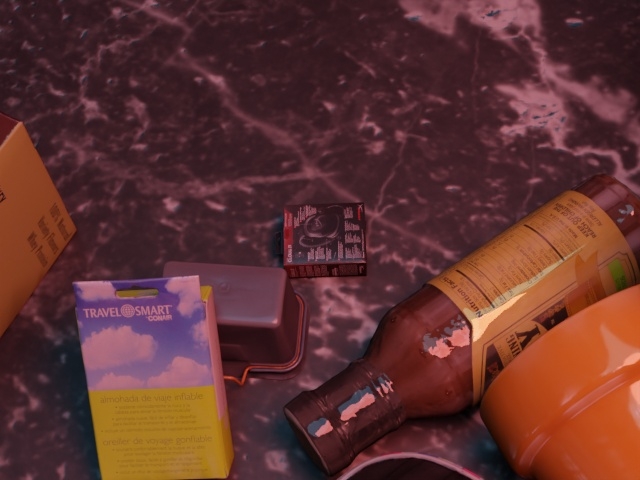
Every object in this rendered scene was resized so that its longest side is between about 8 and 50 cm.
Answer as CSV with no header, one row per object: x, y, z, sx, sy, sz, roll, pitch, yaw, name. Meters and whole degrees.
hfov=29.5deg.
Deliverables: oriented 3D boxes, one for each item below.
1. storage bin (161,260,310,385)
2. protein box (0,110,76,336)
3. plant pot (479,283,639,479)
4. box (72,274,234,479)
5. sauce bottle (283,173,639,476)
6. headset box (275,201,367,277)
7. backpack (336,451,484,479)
-0.082,0.068,1.045,0.135,0.091,0.098,3,64,6,storage bin
-0.339,-0.002,1.032,0.136,0.200,0.201,26,68,15,protein box
0.253,0.161,0.909,0.205,0.205,0.188,-24,61,-8,plant pot
-0.135,0.109,0.992,0.109,0.042,0.178,-4,107,6,box
0.128,0.074,1.022,0.344,0.111,0.111,-33,67,-10,sauce bottle
0.000,0.000,1.105,0.083,0.032,0.062,-3,63,3,headset box
0.056,0.289,0.861,0.225,0.191,0.253,31,74,38,backpack
